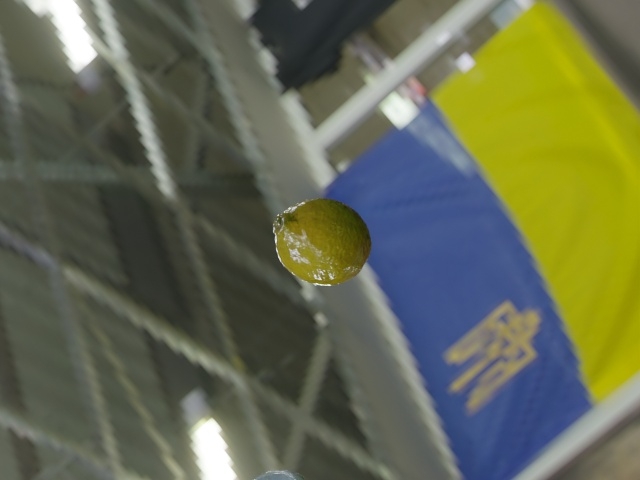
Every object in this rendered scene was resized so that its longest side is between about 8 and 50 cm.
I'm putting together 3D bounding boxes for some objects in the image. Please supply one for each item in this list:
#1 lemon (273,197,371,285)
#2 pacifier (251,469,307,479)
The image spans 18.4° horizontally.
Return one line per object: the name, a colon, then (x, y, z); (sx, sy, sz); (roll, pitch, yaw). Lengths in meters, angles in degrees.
lemon: (0.000, 0.000, 1.385); (0.083, 0.062, 0.062); (25, -153, -35)
pacifier: (-0.050, 0.338, 1.734); (0.233, 0.244, 0.299); (14, -172, -40)
